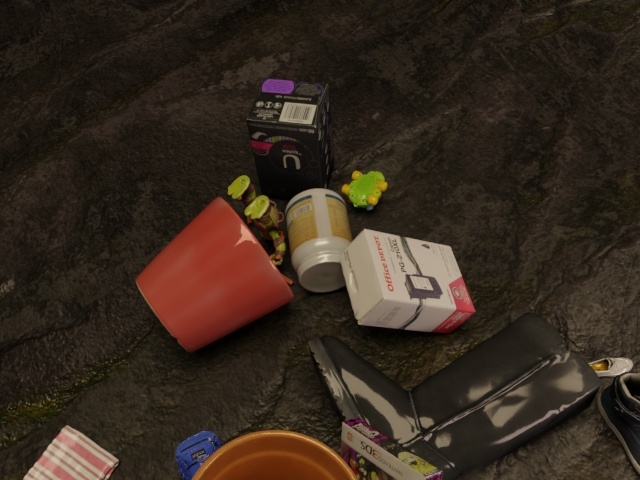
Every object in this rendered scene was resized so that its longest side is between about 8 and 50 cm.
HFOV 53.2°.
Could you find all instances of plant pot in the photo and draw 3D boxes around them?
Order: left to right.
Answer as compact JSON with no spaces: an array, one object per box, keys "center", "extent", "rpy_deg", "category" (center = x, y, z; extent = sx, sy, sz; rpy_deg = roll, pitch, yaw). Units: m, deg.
[{"center":[-0.229,0.085,1.336],"extent":[0.243,0.275,0.275],"rpy_deg":[-37,59,-8],"category":"plant pot"},{"center":[-0.078,0.488,1.029],"extent":[0.290,0.204,0.291],"rpy_deg":[4,46,-5],"category":"plant pot"}]

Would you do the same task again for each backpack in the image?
[{"center":[-0.211,0.414,1.180],"extent":[0.097,0.101,0.120],"rpy_deg":[-19,51,-17],"category":"backpack"}]

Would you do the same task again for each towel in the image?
[{"center":[-0.496,0.465,1.210],"extent":[0.144,0.029,0.197],"rpy_deg":[24,60,19],"category":"towel"}]

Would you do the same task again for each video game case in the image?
[{"center":[0.102,0.434,1.024],"extent":[0.041,0.232,0.210],"rpy_deg":[-2,11,-34],"category":"video game case"}]

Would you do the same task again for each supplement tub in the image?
[{"center":[0.000,0.000,1.428],"extent":[0.144,0.144,0.200],"rpy_deg":[-8,54,-1],"category":"supplement tub"}]

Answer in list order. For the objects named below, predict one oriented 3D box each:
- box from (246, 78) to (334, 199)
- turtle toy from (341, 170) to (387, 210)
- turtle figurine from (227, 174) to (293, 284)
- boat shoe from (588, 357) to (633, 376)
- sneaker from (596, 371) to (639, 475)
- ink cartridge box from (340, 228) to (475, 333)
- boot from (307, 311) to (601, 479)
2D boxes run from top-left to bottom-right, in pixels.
[{"center":[-0.064,-0.230,1.520],"extent":[0.165,0.270,0.143],"rpy_deg":[8,56,10],"category":"box"},{"center":[0.115,-0.125,1.555],"extent":[0.095,0.066,0.130],"rpy_deg":[24,59,21],"category":"turtle toy"},{"center":[-0.123,-0.042,1.433],"extent":[0.087,0.217,0.270],"rpy_deg":[-27,65,-2],"category":"turtle figurine"},{"center":[0.574,0.249,1.269],"extent":[0.100,0.035,0.035],"rpy_deg":[-7,54,0],"category":"boat shoe"},{"center":[0.595,0.337,1.129],"extent":[0.086,0.163,0.226],"rpy_deg":[-25,58,-15],"category":"sneaker"},{"center":[0.176,0.087,1.312],"extent":[0.237,0.100,0.172],"rpy_deg":[10,48,-30],"category":"ink cartridge box"},{"center":[0.245,0.252,1.222],"extent":[0.445,0.146,0.367],"rpy_deg":[-27,67,-10],"category":"boot"}]
